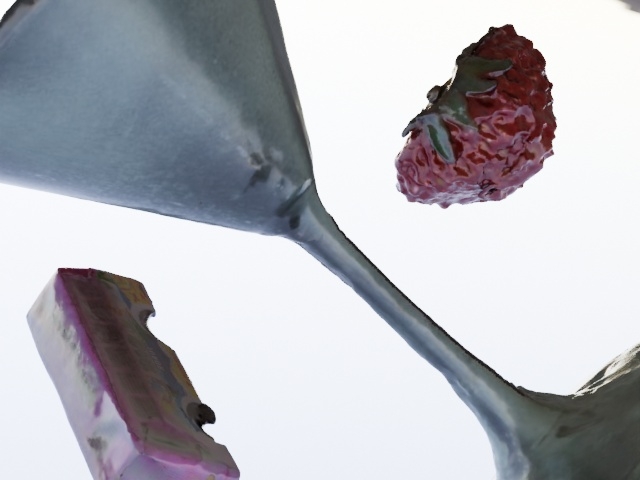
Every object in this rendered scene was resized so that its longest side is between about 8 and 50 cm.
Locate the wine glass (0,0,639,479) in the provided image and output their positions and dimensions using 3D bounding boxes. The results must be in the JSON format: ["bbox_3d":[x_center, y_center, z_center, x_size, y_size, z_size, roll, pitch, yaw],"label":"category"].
[{"bbox_3d":[0.000,0.000,0.964,0.406,0.267,0.267,45,-167,-7],"label":"wine glass"}]

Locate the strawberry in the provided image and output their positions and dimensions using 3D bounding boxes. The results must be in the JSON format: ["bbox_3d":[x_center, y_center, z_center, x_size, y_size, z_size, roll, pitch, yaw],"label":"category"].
[{"bbox_3d":[0.169,-0.093,1.636,0.111,0.190,0.236,34,-177,17],"label":"strawberry"}]

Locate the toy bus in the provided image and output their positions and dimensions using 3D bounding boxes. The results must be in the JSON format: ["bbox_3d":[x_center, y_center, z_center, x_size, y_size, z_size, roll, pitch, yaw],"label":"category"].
[{"bbox_3d":[-0.170,0.137,1.537,0.112,0.090,0.274,21,-157,-38],"label":"toy bus"}]
